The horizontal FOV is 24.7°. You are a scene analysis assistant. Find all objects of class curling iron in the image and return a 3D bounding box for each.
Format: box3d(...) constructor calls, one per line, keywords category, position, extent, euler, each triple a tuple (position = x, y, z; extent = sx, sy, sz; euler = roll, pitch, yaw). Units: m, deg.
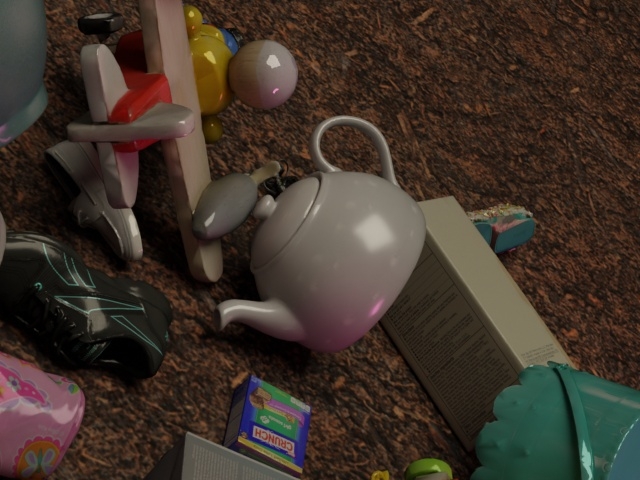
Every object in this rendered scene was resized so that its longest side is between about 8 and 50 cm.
box3d(category="curling iron", position=(0.034, -0.064, 2.114), extent=(0.274, 0.035, 0.068), euler=(13, 46, -34))

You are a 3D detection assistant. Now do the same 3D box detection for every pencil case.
box3d(category="pencil case", position=(-0.377, 0.149, 1.454), extent=(0.284, 0.124, 0.124), euler=(24, 40, -25))

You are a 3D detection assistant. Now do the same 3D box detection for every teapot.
box3d(category="teapot", position=(0.000, 0.000, 1.839), extent=(0.187, 0.252, 0.256), euler=(36, 23, -15))

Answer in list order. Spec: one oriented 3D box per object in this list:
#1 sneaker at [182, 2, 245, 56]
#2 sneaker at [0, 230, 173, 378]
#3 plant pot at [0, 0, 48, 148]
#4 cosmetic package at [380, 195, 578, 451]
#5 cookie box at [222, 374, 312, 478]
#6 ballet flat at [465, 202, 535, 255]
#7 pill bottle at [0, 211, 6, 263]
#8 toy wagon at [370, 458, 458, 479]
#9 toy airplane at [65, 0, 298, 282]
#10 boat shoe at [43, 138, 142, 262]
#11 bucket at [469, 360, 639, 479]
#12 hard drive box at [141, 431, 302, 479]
box3d(category="sneaker", position=(-0.165, -0.299, 2.145), extent=(0.152, 0.058, 0.084), euler=(49, 42, 2))
box3d(category="sneaker", position=(-0.282, 0.073, 1.628), extent=(0.267, 0.101, 0.106), euler=(22, 43, -25))
box3d(category="plant pot", position=(-0.416, -0.195, 1.589), extent=(0.196, 0.293, 0.293), euler=(63, 27, -29))
box3d(category="cosmetic package", position=(0.190, 0.110, 1.982), extent=(0.113, 0.160, 0.309), euler=(-11, 62, -49))
box3d(category="cookie box", position=(-0.062, 0.225, 1.727), extent=(0.092, 0.040, 0.107), euler=(30, 39, -18))
box3d(category="ballet flat", position=(0.238, -0.012, 2.232), extent=(0.077, 0.091, 0.241), euler=(27, 21, 34))
box3d(category="pill bottle", position=(-0.440, -0.052, 1.426), extent=(0.301, 0.169, 0.169), euler=(64, 4, -59))
box3d(category="toy wagon", position=(0.136, 0.369, 1.600), extent=(0.267, 0.068, 0.344), euler=(-91, 162, -45))
box3d(category="toy airplane", position=(-0.161, -0.187, 1.767), extent=(0.272, 0.386, 0.384), euler=(-7, 65, -1))
box3d(category="boat shoe", position=(-0.280, -0.047, 1.788), extent=(0.063, 0.066, 0.184), euler=(-21, 75, -28))
box3d(category="bucket", position=(0.332, 0.298, 1.792), extent=(0.281, 0.183, 0.281), euler=(-8, 101, -45))
box3d(category="hard drive box", position=(-0.085, 0.317, 1.497), extent=(0.232, 0.181, 0.089), euler=(27, 38, -21))
